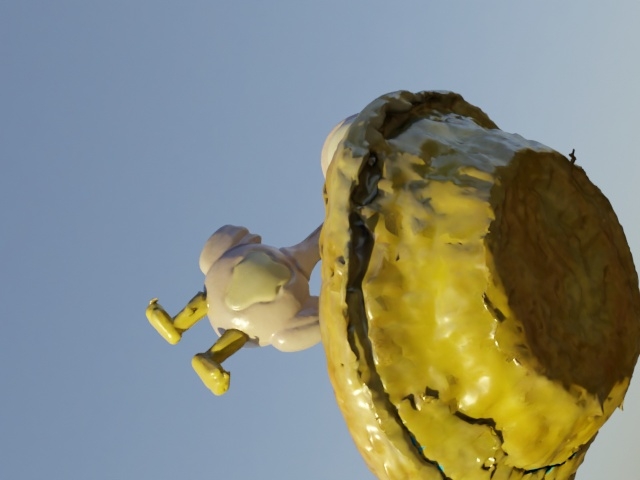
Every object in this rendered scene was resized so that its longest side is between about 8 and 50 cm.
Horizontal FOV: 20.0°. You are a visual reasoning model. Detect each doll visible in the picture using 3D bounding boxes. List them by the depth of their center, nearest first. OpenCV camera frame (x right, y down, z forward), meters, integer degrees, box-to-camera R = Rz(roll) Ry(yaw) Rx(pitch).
[{"bbox_3d":[0.000,0.000,1.811,0.365,0.160,0.094,-41,-23,-9],"label":"doll"}]

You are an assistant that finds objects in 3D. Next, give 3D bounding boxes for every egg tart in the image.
[{"bbox_3d":[0.146,0.049,1.492,0.388,0.169,0.388,23,-120,-47],"label":"egg tart"}]
